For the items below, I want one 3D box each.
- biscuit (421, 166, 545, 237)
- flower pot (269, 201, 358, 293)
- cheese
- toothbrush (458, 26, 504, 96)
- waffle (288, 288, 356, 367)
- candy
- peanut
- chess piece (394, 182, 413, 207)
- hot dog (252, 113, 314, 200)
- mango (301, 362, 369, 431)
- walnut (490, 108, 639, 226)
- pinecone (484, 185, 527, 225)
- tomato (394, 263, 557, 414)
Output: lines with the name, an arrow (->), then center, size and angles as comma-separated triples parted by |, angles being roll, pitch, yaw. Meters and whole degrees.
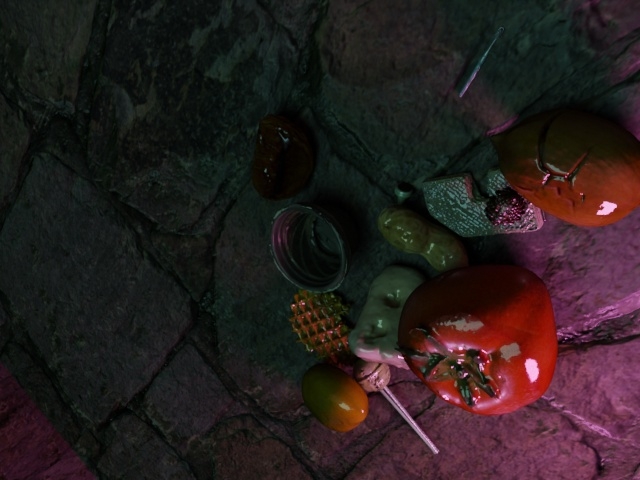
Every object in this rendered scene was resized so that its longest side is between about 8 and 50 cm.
biscuit -> 0.340, -0.081, 1.583 | 0.250, 0.046, 0.147 | -5, 111, 38
flower pot -> 0.000, 0.000, 1.814 | 0.235, 0.140, 0.235 | 16, 120, 29
cheese -> 0.185, 0.203, 1.793 | 0.173, 0.251, 0.248 | 9, 156, 18
toothbrush -> 0.316, -0.351, 1.477 | 0.011, 0.014, 0.167 | 34, 130, 6
waffle -> 0.015, 0.232, 1.989 | 0.228, 0.051, 0.232 | 26, 127, 23
candy -> 0.206, 0.438, 1.951 | 0.335, 0.093, 0.092 | 52, 168, -9
peanut -> 0.230, -0.001, 1.658 | 0.229, 0.103, 0.098 | 29, 153, 3
chess piece -> 0.183, -0.084, 1.704 | 0.042, 0.042, 0.093 | 28, 133, 21
hot dog -> -0.099, -0.200, 1.807 | 0.160, 0.099, 0.227 | 35, 131, 16
mango -> 0.036, 0.404, 1.939 | 0.195, 0.142, 0.332 | 43, 163, 11
walnut -> 0.451, -0.138, 1.371 | 0.298, 0.203, 0.203 | 21, 125, 17
pinecone -> 0.368, -0.067, 1.494 | 0.077, 0.077, 0.083 | 57, 163, -3
tomato -> 0.336, 0.196, 1.573 | 0.341, 0.273, 0.341 | 16, 131, 19
